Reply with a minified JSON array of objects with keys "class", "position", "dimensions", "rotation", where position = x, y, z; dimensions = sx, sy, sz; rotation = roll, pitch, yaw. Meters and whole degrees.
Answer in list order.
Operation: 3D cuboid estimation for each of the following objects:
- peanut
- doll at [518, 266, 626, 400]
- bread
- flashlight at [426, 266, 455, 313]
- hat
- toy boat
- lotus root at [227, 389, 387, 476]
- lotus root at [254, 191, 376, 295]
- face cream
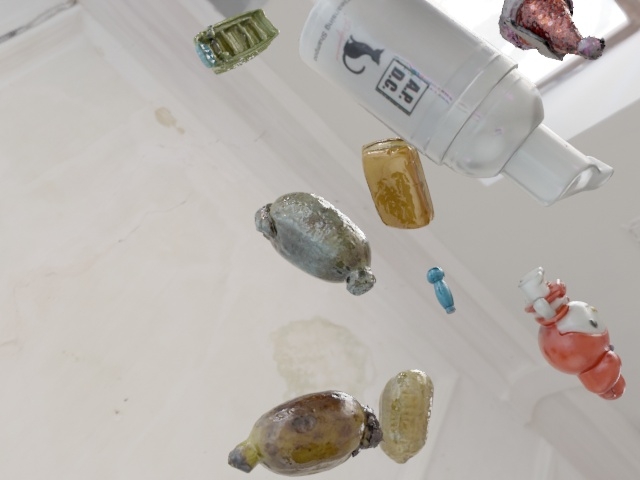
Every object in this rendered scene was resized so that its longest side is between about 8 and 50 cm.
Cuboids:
[{"class":"peanut","position":[0.194,0.409,1.427],"dimensions":[0.129,0.129,0.225],"rotation":[15,-93,-33]},{"class":"doll","position":[0.482,0.187,1.159],"dimensions":[0.290,0.129,0.161],"rotation":[54,-157,4]},{"class":"bread","position":[0.145,-0.100,1.167],"dimensions":[0.201,0.115,0.077],"rotation":[68,-149,-33]},{"class":"flashlight","position":[0.316,0.130,1.594],"dimensions":[0.051,0.051,0.129],"rotation":[3,-124,-38]},{"class":"hat","position":[0.381,-0.333,0.978],"dimensions":[0.140,0.128,0.227],"rotation":[50,-166,-40]},{"class":"toy boat","position":[-0.220,-0.487,1.510],"dimensions":[0.111,0.084,0.276],"rotation":[54,-132,-9]},{"class":"lotus root","position":[-0.025,0.367,1.161],"dimensions":[0.313,0.169,0.142],"rotation":[-7,-124,-21]},{"class":"lotus root","position":[0.002,-0.002,1.399],"dimensions":[0.349,0.175,0.175],"rotation":[34,-143,30]},{"class":"face cream","position":[0.158,-0.159,0.697],"dimensions":[0.369,0.145,0.145],"rotation":[40,-136,12]}]
